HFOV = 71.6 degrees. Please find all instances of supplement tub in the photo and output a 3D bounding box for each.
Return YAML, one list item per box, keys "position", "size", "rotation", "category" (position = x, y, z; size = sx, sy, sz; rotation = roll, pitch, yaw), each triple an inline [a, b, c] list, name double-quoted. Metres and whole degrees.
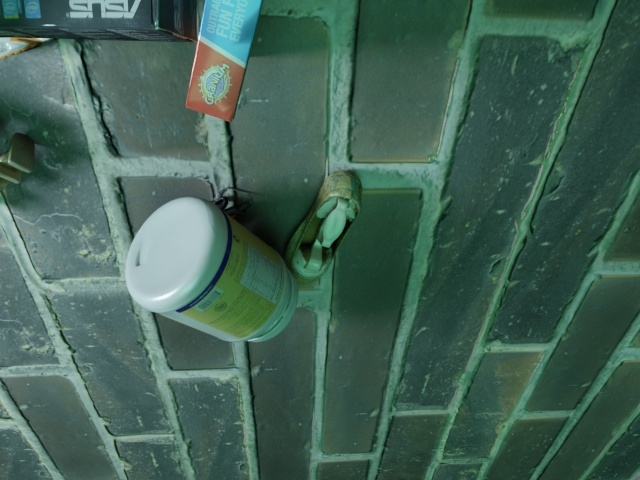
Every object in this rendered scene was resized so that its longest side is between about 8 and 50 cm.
- position: [-0.216, 0.081, 0.963]
  size: [0.240, 0.241, 0.331]
  rotation: [-27, 144, 15]
  category: "supplement tub"

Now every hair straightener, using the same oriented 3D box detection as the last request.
- position: [-0.259, -0.055, 1.015]
  size: [0.230, 0.047, 0.089]
  rotation: [-25, 125, 13]
  category: "hair straightener"

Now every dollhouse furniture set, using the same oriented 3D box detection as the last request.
- position: [-0.723, -0.183, 0.852]
  size: [0.212, 0.161, 0.242]
  rotation: [-32, 145, 18]
  category: "dollhouse furniture set"

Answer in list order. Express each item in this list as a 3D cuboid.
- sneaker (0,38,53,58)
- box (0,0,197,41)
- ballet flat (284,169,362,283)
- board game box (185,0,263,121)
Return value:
- position: [-0.467, -0.387, 0.721]
  size: [0.262, 0.099, 0.121]
  rotation: [-16, 122, 6]
  category: "sneaker"
- position: [-0.346, -0.424, 0.548]
  size: [0.394, 0.097, 0.319]
  rotation: [8, 106, 14]
  category: "box"
- position: [0.000, 0.000, 1.038]
  size: [0.123, 0.123, 0.349]
  rotation: [16, 124, -16]
  category: "ballet flat"
- position: [-0.116, -0.349, 0.639]
  size: [0.064, 0.317, 0.242]
  rotation: [14, 124, -15]
  category: "board game box"
